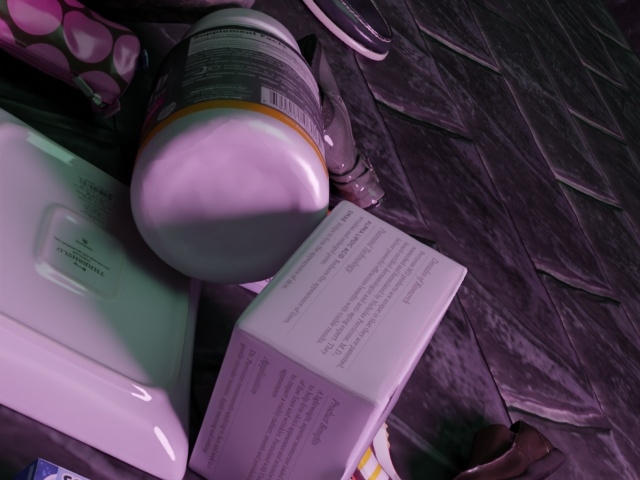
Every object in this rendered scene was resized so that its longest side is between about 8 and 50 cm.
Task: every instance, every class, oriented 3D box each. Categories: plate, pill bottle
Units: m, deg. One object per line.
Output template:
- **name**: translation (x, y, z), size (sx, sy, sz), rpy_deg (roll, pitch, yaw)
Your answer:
- **plate**: translation (-0.199, 0.020, 0.807), size (0.277, 0.045, 0.278), rpy_deg (32, 34, -27)
- **pill bottle**: translation (-0.077, -0.098, 0.914), size (0.162, 0.162, 0.278), rpy_deg (36, 24, -23)

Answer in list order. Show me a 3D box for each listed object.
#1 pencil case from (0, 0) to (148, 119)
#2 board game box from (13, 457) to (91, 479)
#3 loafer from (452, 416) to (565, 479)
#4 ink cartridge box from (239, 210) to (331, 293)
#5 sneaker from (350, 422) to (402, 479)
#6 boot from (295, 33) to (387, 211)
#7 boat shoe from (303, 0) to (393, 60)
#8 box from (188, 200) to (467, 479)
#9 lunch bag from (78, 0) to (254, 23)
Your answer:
- **pencil case**: translation (-0.263, -0.190, 0.909), size (0.209, 0.095, 0.098), rpy_deg (25, 54, -33)
- **board game box**: translation (-0.122, 0.245, 0.674), size (0.201, 0.035, 0.136), rpy_deg (32, 35, -28)
- **loafer**: translation (0.177, 0.236, 1.053), size (0.078, 0.080, 0.220), rpy_deg (51, 24, 21)
- **ink cartridge box**: translation (0.000, 0.000, 1.084), size (0.232, 0.066, 0.189), rpy_deg (24, 39, -31)
- **sneaker**: translation (0.026, 0.210, 0.887), size (0.084, 0.069, 0.185), rpy_deg (11, 42, -36)
- **boot**: translation (0.006, -0.138, 1.235), size (0.161, 0.083, 0.246), rpy_deg (52, 16, -32)
- **boat shoe**: translation (0.010, -0.423, 1.493), size (0.340, 0.113, 0.127), rpy_deg (52, 29, 2)
- **box**: translation (0.005, 0.100, 0.799), size (0.119, 0.181, 0.182), rpy_deg (30, 42, 10)
- **lunch bag**: translation (-0.180, -0.373, 0.964), size (0.256, 0.212, 0.305), rpy_deg (17, 82, -64)
